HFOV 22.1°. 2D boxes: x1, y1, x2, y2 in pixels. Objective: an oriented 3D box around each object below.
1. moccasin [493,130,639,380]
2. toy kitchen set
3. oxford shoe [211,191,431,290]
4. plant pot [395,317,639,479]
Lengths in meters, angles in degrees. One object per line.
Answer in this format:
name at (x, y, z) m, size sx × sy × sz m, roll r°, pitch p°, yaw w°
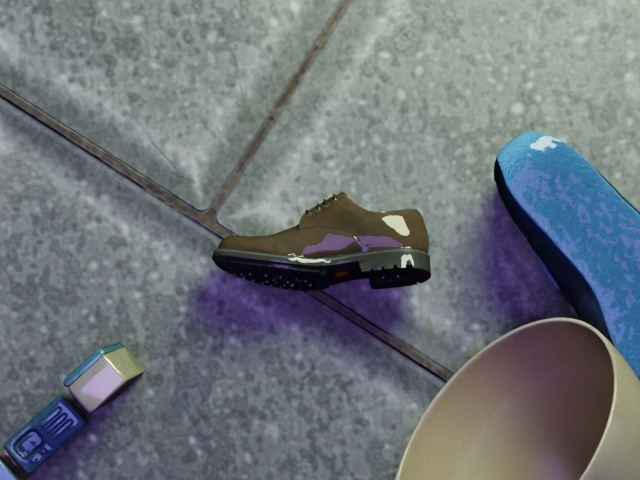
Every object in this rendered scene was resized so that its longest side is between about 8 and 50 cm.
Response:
moccasin at (0.306, 0.028, 1.674) m, size 0.138 × 0.117 × 0.342 m, roll -33°, pitch 90°, yaw -5°
toy kitchen set at (-0.319, 0.148, 1.695) m, size 0.207 × 0.122 × 0.166 m, roll -43°, pitch 88°, yaw 2°
oxford shoe at (0.000, 0.000, 1.712) m, size 0.227 × 0.083 × 0.096 m, roll -2°, pitch 72°, yaw 2°
plant pot at (0.238, 0.245, 1.619) m, size 0.191 × 0.284 × 0.284 m, roll 39°, pitch 92°, yaw -25°
